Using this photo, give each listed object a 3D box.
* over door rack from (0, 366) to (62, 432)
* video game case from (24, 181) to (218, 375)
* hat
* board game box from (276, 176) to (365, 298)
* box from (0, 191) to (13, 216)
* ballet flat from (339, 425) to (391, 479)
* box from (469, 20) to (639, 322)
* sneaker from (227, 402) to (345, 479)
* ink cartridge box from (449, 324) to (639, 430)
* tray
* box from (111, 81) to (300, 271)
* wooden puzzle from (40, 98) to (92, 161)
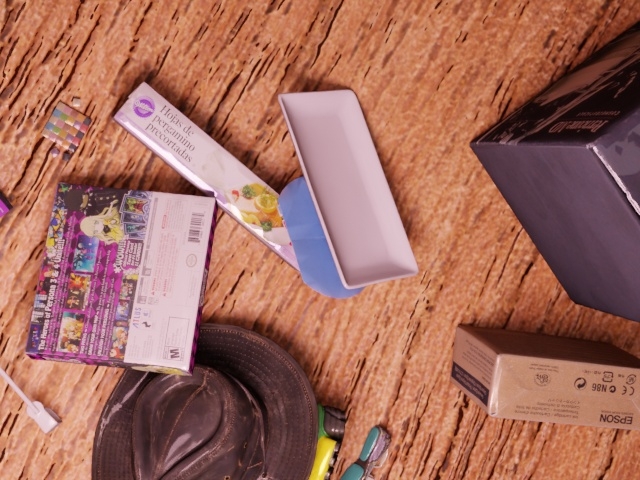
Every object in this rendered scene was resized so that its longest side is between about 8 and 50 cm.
[{"bbox_3d":[-0.517,0.200,1.770,0.239,0.108,0.324,-41,101,-4],"label":"over door rack"},{"bbox_3d":[-0.249,0.047,1.773,0.210,0.042,0.232,5,72,5],"label":"video game case"},{"bbox_3d":[-0.165,0.257,1.771,0.331,0.134,0.331,-3,77,13],"label":"hat"},{"bbox_3d":[0.000,0.000,1.816,0.133,0.033,0.168,-7,75,-44],"label":"board game box"},{"bbox_3d":[-0.480,-0.040,1.754,0.116,0.029,0.162,53,50,-11],"label":"box"},{"bbox_3d":[0.064,0.312,1.929,0.041,0.041,0.114,31,89,-12],"label":"ballet flat"},{"bbox_3d":[0.507,-0.139,1.749,0.472,0.480,0.297,-37,99,-6],"label":"box"},{"bbox_3d":[-0.078,0.371,1.875,0.146,0.134,0.343,17,90,4],"label":"sneaker"},{"bbox_3d":[0.313,0.184,1.885,0.235,0.193,0.088,7,96,-11],"label":"ink cartridge box"},{"bbox_3d":[0.031,-0.068,1.832,0.145,0.030,0.270,-10,77,-44],"label":"tray"},{"bbox_3d":[-0.129,-0.081,1.840,0.324,0.067,0.063,40,84,-11],"label":"box"},{"bbox_3d":[-0.331,-0.147,1.825,0.049,0.006,0.083,30,89,-12],"label":"wooden puzzle"}]
